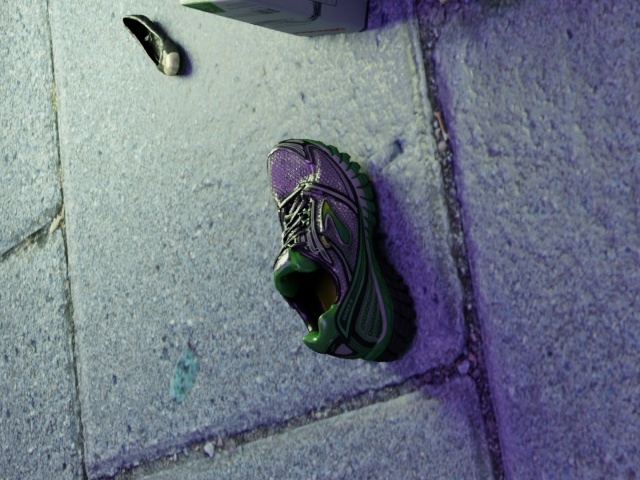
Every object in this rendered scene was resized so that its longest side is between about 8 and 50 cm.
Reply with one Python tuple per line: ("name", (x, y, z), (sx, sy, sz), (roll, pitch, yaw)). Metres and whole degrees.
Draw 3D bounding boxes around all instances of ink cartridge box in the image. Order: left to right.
("ink cartridge box", (-0.059, -0.339, 1.807), (0.153, 0.208, 0.086), (6, 88, 51))

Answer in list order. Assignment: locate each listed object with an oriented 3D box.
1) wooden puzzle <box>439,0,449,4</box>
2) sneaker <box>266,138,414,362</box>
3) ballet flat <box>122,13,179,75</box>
("wooden puzzle", (0.198, -0.411, 1.529), (0.239, 0.044, 0.221), (-21, 71, 49))
("sneaker", (0.000, 0.000, 1.746), (0.134, 0.146, 0.343), (-51, 49, 36))
("ballet flat", (-0.278, -0.320, 2.208), (0.173, 0.049, 0.057), (48, 124, 43))
